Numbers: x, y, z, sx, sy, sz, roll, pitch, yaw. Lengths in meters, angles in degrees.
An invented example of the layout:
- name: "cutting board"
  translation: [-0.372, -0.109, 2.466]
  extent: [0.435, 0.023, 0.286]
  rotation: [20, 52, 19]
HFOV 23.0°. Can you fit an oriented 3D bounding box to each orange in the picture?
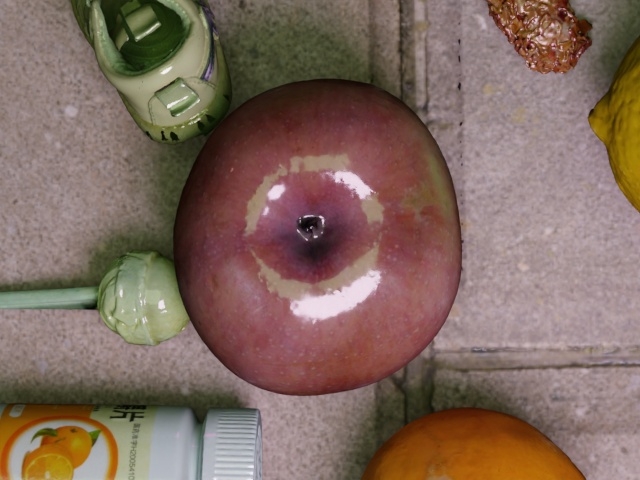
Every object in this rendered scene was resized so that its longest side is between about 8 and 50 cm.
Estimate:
- name: "orange"
  translation: [0.139, 0.287, 1.470]
  extent: [0.261, 0.261, 0.261]
  rotation: [0, 89, 2]

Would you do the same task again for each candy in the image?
- name: "candy"
  translation: [-0.291, 0.061, 1.588]
  extent: [0.335, 0.093, 0.092]
  rotation: [-3, 46, 10]

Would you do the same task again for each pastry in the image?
- name: "pastry"
  translation: [0.209, -0.244, 1.569]
  extent: [0.087, 0.063, 0.169]
  rotation: [-33, 88, -1]

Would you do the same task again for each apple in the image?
- name: "apple"
  translation: [0.000, 0.000, 1.487]
  extent: [0.305, 0.235, 0.306]
  rotation: [0, 89, -1]

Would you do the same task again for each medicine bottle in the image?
- name: "medicine bottle"
  translation: [-0.218, 0.238, 1.531]
  extent: [0.318, 0.158, 0.158]
  rotation: [0, 89, 2]

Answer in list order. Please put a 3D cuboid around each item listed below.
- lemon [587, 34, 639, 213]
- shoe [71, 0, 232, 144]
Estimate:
- name: "lemon"
  translation: [0.400, -0.110, 1.473]
  extent: [0.267, 0.267, 0.267]
  rotation: [0, 89, 2]
- name: "shoe"
  translation: [-0.161, -0.218, 1.530]
  extent: [0.140, 0.128, 0.262]
  rotation: [-19, 64, -9]
